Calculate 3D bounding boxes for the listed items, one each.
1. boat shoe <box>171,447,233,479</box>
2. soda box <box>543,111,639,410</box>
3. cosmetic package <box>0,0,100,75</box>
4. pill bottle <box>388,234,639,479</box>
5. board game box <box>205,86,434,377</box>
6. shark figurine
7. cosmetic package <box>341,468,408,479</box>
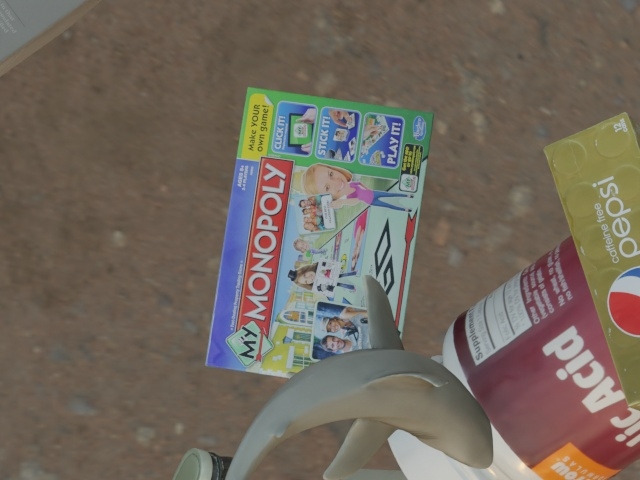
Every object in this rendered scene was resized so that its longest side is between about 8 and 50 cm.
[{"bbox_3d":[-0.150,0.329,1.965,0.227,0.069,0.081,-61,32,29],"label":"boat shoe"},{"bbox_3d":[0.203,0.015,1.118,0.061,0.058,0.181,-23,69,21],"label":"soda box"},{"bbox_3d":[-0.204,-0.148,1.036,0.127,0.238,0.107,-30,105,43],"label":"cosmetic package"},{"bbox_3d":[0.265,0.121,1.760,0.392,0.224,0.224,-38,71,22],"label":"pill bottle"},{"bbox_3d":[0.000,0.000,1.962,0.213,0.046,0.317,8,85,1],"label":"board game box"},{"bbox_3d":[0.028,0.120,1.206,0.116,0.278,0.166,-5,100,49],"label":"shark figurine"},{"bbox_3d":[0.050,0.388,1.899,0.113,0.309,0.160,1,112,16],"label":"cosmetic package"}]
